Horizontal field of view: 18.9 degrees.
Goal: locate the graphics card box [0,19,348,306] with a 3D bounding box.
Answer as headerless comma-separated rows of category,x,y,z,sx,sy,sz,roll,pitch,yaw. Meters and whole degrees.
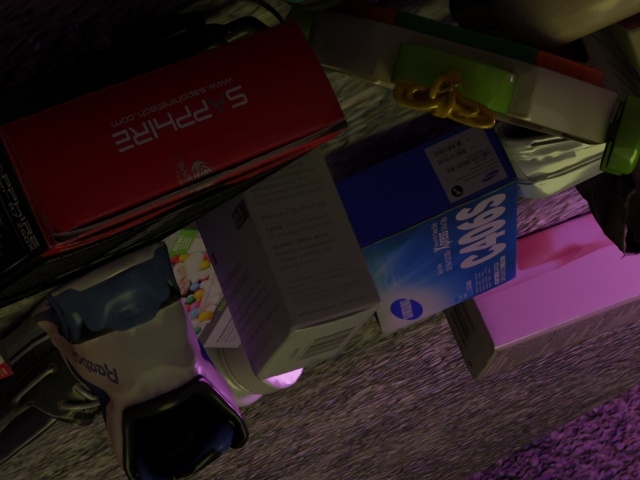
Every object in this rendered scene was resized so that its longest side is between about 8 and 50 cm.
graphics card box,-0.165,-0.034,1.386,0.233,0.094,0.371,-24,178,-28

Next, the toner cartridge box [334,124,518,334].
toner cartridge box,0.113,-0.006,1.959,0.165,0.075,0.348,-23,163,-1

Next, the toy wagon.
toy wagon,0.104,-0.114,1.384,0.267,0.068,0.344,16,-177,5

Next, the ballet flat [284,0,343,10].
ballet flat,0.082,-0.237,1.273,0.280,0.095,0.096,-21,177,34

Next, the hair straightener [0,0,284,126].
hair straightener,-0.137,-0.123,1.385,0.230,0.047,0.089,-19,164,5

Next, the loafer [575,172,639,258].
loafer,0.383,-0.065,2.077,0.134,0.130,0.366,-22,172,-7

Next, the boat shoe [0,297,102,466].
boat shoe,-0.251,0.132,1.927,0.335,0.119,0.121,-35,159,29

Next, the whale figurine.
whale figurine,0.186,-0.228,1.409,0.216,0.141,0.272,-23,-171,1

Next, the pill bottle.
pill bottle,-0.125,0.123,1.997,0.208,0.119,0.119,-16,171,37

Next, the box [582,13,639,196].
box,0.307,-0.111,1.549,0.117,0.243,0.213,-23,-159,1

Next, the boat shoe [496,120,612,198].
boat shoe,0.292,-0.131,1.883,0.258,0.095,0.084,-30,132,-7

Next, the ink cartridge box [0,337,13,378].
ink cartridge box,-0.376,0.115,1.806,0.150,0.063,0.109,-22,164,-5

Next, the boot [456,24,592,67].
boot,0.167,-0.149,1.694,0.197,0.073,0.152,-10,164,-31

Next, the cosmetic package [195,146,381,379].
cosmetic package,-0.042,-0.022,1.516,0.085,0.231,0.117,-16,162,-24

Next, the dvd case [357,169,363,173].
dvd case,0.000,0.000,2.015,0.238,0.029,0.179,-31,162,25

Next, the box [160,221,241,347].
box,-0.125,0.036,1.809,0.186,0.038,0.145,5,126,-41

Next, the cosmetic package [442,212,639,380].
cosmetic package,0.314,0.056,2.446,0.296,0.129,0.153,-18,162,-14

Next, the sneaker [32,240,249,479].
sneaker,-0.150,0.115,1.597,0.127,0.182,0.315,-22,177,-8
